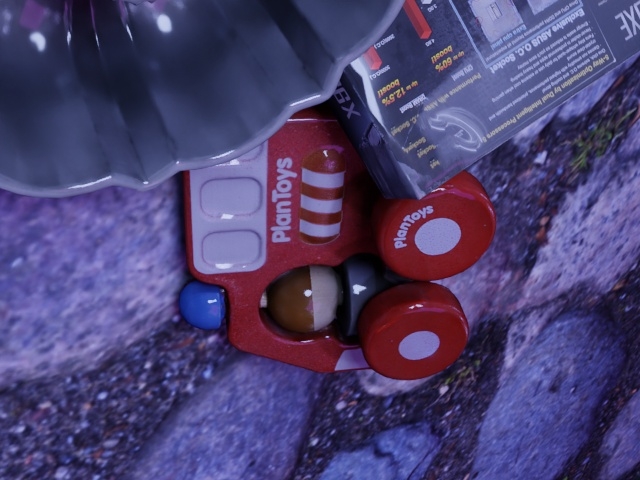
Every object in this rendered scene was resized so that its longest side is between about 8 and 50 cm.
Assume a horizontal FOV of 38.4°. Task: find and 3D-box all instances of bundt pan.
[{"bbox_3d":[-0.107,-0.178,0.470,0.331,0.124,0.331,-19,145,-14],"label":"bundt pan"}]

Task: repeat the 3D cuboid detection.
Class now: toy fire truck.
[{"bbox_3d":[0.000,0.000,0.820,0.254,0.169,0.302,-2,130,-9],"label":"toy fire truck"}]

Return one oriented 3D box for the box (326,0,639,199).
[{"bbox_3d":[0.120,-0.211,0.664,0.307,0.076,0.242,-34,101,-11],"label":"box"}]
